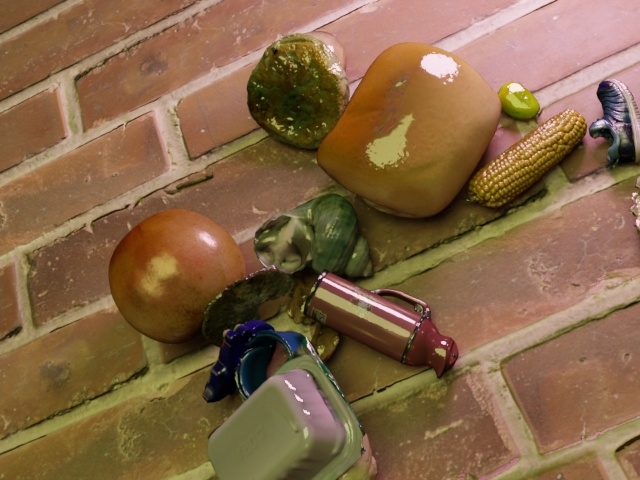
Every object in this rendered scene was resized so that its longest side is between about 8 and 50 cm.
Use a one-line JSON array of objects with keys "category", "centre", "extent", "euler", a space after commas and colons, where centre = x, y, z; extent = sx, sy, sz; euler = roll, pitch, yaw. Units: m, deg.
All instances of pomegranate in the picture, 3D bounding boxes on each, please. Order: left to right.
[{"category": "pomegranate", "centre": [-0.311, 0.091, 1.955], "extent": [0.319, 0.319, 0.319], "euler": [-8, 65, 17]}]

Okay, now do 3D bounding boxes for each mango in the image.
[{"category": "mango", "centre": [0.449, -0.314, 1.988], "extent": [0.108, 0.056, 0.073], "euler": [33, 87, 26]}]

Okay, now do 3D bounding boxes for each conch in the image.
[{"category": "conch", "centre": [0.000, 0.000, 1.953], "extent": [0.277, 0.195, 0.220], "euler": [28, 80, 3]}]

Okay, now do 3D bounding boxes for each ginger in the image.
[{"category": "ginger", "centre": [-0.017, 0.173, 1.938], "extent": [0.132, 0.059, 0.214], "euler": [-1, 64, 12]}]

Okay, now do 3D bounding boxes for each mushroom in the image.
[{"category": "mushroom", "centre": [-0.010, -0.436, 2.174], "extent": [0.166, 0.127, 0.166], "euler": [-2, 86, 33]}]

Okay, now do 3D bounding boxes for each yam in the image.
[{"category": "yam", "centre": [-0.318, -0.151, 2.219], "extent": [0.107, 0.014, 0.014], "euler": [-19, 62, 11]}]

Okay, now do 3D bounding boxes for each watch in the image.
[{"category": "watch", "centre": [-0.114, 0.278, 1.868], "extent": [0.200, 0.171, 0.196], "euler": [27, 109, 32]}]

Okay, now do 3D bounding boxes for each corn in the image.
[{"category": "corn", "centre": [0.447, -0.170, 1.900], "extent": [0.310, 0.101, 0.101], "euler": [-36, 60, 1]}]

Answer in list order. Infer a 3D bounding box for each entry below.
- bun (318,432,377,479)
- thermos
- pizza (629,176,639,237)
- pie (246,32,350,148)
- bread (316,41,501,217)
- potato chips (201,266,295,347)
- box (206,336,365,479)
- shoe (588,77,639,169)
[{"category": "bun", "centre": [0.014, 0.444, 1.756], "extent": [0.229, 0.145, 0.230], "euler": [-16, 60, 30]}, {"category": "thermos", "centre": [0.139, 0.175, 1.844], "extent": [0.330, 0.136, 0.110], "euler": [25, 116, 13]}, {"category": "pizza", "centre": [0.796, 0.079, 1.675], "extent": [0.434, 0.080, 0.392], "euler": [10, 71, 25]}, {"category": "pie", "centre": [-0.052, -0.353, 2.102], "extent": [0.276, 0.078, 0.277], "euler": [10, 115, 23]}, {"category": "bread", "centre": [0.191, -0.244, 1.941], "extent": [0.348, 0.253, 0.376], "euler": [30, 82, 25]}, {"category": "potato chips", "centre": [-0.157, 0.148, 1.907], "extent": [0.220, 0.202, 0.029], "euler": [-50, 48, 4]}, {"category": "box", "centre": [-0.096, 0.387, 1.696], "extent": [0.337, 0.106, 0.264], "euler": [-46, 55, 18]}, {"category": "shoe", "centre": [0.628, -0.252, 1.873], "extent": [0.106, 0.091, 0.207], "euler": [-12, 67, 9]}]
